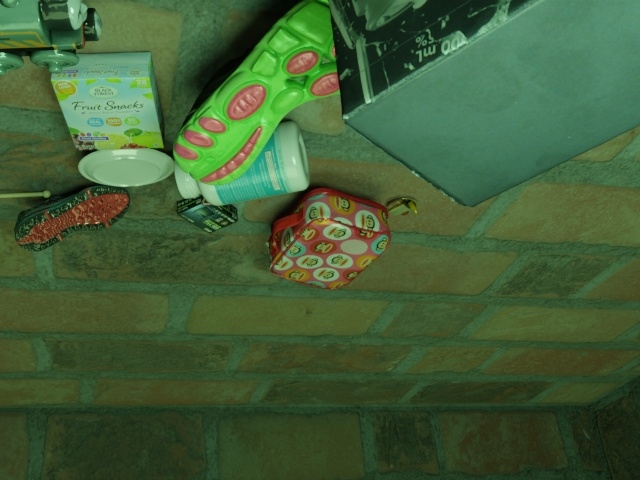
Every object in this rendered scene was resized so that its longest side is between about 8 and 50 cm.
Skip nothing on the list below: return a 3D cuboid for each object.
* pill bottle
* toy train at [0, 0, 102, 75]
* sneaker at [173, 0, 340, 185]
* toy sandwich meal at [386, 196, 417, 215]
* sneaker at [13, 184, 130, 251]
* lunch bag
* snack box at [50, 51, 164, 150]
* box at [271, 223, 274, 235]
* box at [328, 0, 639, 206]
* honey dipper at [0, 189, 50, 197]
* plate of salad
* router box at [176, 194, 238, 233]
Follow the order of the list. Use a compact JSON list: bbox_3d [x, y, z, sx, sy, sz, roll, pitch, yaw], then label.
[{"bbox_3d":[-0.163,-0.154,1.577,0.264,0.146,0.146,-10,150,6],"label":"pill bottle"},{"bbox_3d":[-0.510,-0.336,1.154,0.333,0.142,0.190,-2,178,-7],"label":"toy train"},{"bbox_3d":[-0.075,-0.301,1.327,0.482,0.202,0.185,-34,125,15],"label":"sneaker"},{"bbox_3d":[0.204,-0.079,1.894,0.085,0.029,0.086,-5,150,-3],"label":"toy sandwich meal"},{"bbox_3d":[-0.562,-0.075,1.706,0.261,0.125,0.104,-21,124,-18],"label":"sneaker"},{"bbox_3d":[0.000,0.000,1.824,0.258,0.120,0.293,14,144,-26],"label":"lunch bag"},{"bbox_3d":[-0.393,-0.258,1.431,0.174,0.070,0.207,-3,149,-4],"label":"snack box"},{"bbox_3d":[-0.001,-0.015,1.957,0.184,0.045,0.190,-23,145,23],"label":"box"},{"bbox_3d":[0.269,-0.376,0.942,0.479,0.472,0.297,-28,144,33],"label":"box"},{"bbox_3d":[-0.686,-0.100,1.694,0.160,0.031,0.030,-1,150,-11],"label":"honey dipper"},{"bbox_3d":[-0.408,-0.162,1.607,0.199,0.048,0.200,-6,161,-2],"label":"plate of salad"},{"bbox_3d":[-0.269,-0.068,1.817,0.092,0.038,0.122,-21,147,26],"label":"router box"}]
